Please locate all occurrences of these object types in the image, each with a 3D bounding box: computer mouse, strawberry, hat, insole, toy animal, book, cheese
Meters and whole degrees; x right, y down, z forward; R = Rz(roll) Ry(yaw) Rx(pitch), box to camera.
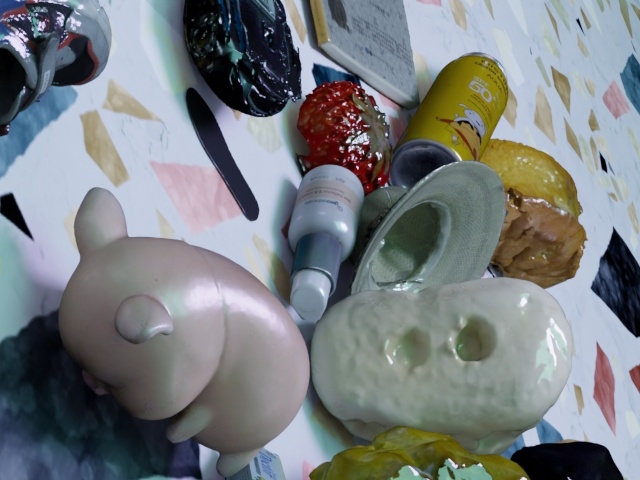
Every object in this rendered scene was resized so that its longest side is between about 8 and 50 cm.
[{"bbox_3d":[-0.089,-0.216,1.730,0.146,0.077,0.242,43,32,-44],"label":"computer mouse"},{"bbox_3d":[0.031,-0.114,1.891,0.145,0.086,0.145,41,38,-43],"label":"strawberry"},{"bbox_3d":[0.086,-0.003,1.868,0.110,0.252,0.252,35,4,34],"label":"hat"},{"bbox_3d":[-0.100,-0.087,1.699,0.153,0.002,0.053,61,26,-18],"label":"insole"},{"bbox_3d":[-0.109,0.084,1.367,0.166,0.154,0.250,34,-4,44],"label":"toy animal"},{"bbox_3d":[0.034,-0.381,2.159,0.269,0.032,0.389,24,51,-59],"label":"book"},{"bbox_3d":[0.131,0.130,1.737,0.251,0.248,0.174,30,46,-45],"label":"cheese"}]

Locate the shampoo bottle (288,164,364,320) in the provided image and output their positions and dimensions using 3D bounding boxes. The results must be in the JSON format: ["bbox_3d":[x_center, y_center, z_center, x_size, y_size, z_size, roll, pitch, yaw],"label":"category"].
[{"bbox_3d":[0.000,0.000,1.754,0.074,0.074,0.192,55,30,-30],"label":"shampoo bottle"}]

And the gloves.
[{"bbox_3d":[0.310,0.344,2.070,0.301,0.152,0.197,18,82,-76],"label":"gloves"}]

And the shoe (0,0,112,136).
[{"bbox_3d":[-0.241,-0.146,1.333,0.227,0.099,0.125,15,50,-54],"label":"shoe"}]

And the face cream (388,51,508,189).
[{"bbox_3d":[0.179,-0.159,2.188,0.105,0.105,0.349,61,28,-17],"label":"face cream"}]

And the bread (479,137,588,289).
[{"bbox_3d":[0.288,-0.036,2.287,0.260,0.147,0.160,45,37,-42],"label":"bread"}]

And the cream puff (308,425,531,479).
[{"bbox_3d":[0.089,0.313,1.608,0.282,0.185,0.282,1,87,-25],"label":"cream puff"}]

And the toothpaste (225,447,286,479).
[{"bbox_3d":[-0.055,0.215,1.432,0.046,0.034,0.164,34,6,-12],"label":"toothpaste"}]
